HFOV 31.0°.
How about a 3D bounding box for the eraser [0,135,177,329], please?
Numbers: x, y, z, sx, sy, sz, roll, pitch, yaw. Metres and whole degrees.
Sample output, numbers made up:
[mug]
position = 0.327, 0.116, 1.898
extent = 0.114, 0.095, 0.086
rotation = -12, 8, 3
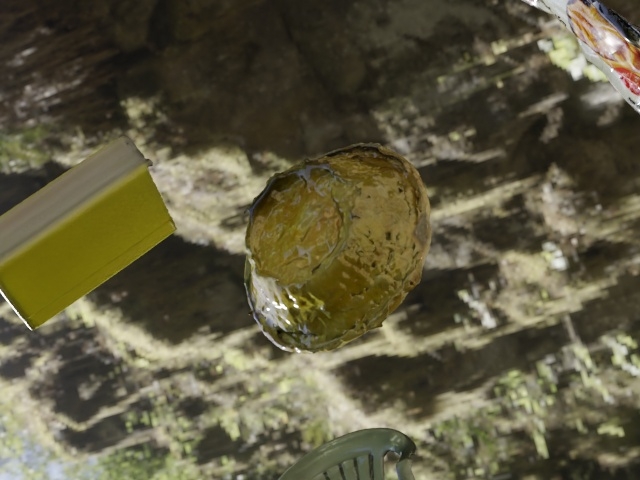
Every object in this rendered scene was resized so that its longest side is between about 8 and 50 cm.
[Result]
[eraser]
position = -0.285, -0.005, 1.336
extent = 0.069, 0.226, 0.158
rotation = 49, 166, 25

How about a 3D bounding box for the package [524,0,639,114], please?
[package]
position = 0.251, -0.202, 1.068
extent = 0.239, 0.030, 0.154
rotation = 50, 178, 23

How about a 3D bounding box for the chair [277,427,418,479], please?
[chair]
position = 0.044, 0.347, 1.269
extent = 0.190, 0.203, 0.274
rotation = 34, -147, -73

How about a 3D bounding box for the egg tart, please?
[egg tart]
position = 0.000, 0.000, 1.714
extent = 0.132, 0.345, 0.345
rotation = 30, -135, -49
